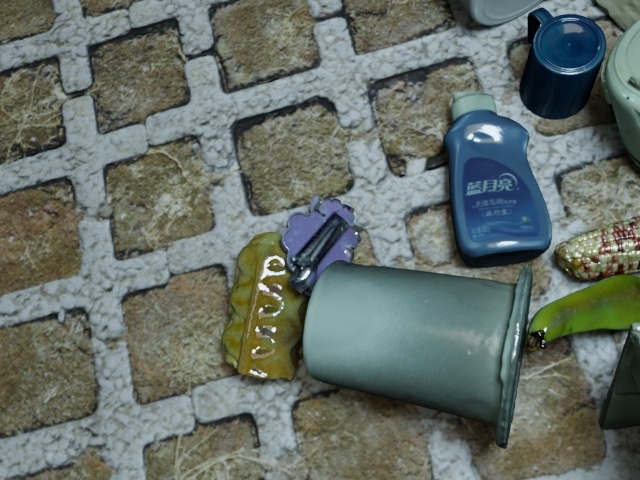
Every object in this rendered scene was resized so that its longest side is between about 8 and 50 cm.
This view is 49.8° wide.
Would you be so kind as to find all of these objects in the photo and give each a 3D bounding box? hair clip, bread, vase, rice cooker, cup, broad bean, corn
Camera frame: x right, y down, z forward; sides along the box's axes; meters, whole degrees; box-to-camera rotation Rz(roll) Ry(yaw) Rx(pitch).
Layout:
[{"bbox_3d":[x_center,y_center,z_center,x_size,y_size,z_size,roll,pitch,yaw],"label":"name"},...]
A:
[{"bbox_3d":[0.001,0.000,1.075,0.124,0.052,0.195,43,49,-11],"label":"hair clip"},{"bbox_3d":[-0.084,0.098,1.080,0.127,0.088,0.232,7,75,6],"label":"bread"},{"bbox_3d":[0.137,0.141,0.970,0.291,0.245,0.245,7,74,20],"label":"vase"},{"bbox_3d":[0.536,-0.210,0.996,0.226,0.244,0.226,-20,52,27],"label":"rice cooker"},{"bbox_3d":[0.368,-0.284,1.094,0.150,0.138,0.113,37,82,17],"label":"cup"},{"bbox_3d":[0.383,0.101,0.962,0.324,0.067,0.075,-13,38,-25],"label":"broad bean"},{"bbox_3d":[0.477,0.004,1.017,0.253,0.086,0.086,-15,71,5],"label":"corn"}]

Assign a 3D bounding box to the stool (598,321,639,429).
[{"bbox_3d":[0.459,0.260,0.808,0.170,0.270,0.244,-5,50,7],"label":"stool"}]

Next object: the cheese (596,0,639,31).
[{"bbox_3d":[0.606,-0.467,1.105,0.332,0.153,0.293,-14,71,5],"label":"cheese"}]

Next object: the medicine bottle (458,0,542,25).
[{"bbox_3d":[0.285,-0.517,1.128,0.237,0.238,0.232,-31,71,-1],"label":"medicine bottle"}]

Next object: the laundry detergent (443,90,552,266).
[{"bbox_3d":[0.265,-0.109,1.080,0.143,0.094,0.290,-10,72,10],"label":"laundry detergent"}]
